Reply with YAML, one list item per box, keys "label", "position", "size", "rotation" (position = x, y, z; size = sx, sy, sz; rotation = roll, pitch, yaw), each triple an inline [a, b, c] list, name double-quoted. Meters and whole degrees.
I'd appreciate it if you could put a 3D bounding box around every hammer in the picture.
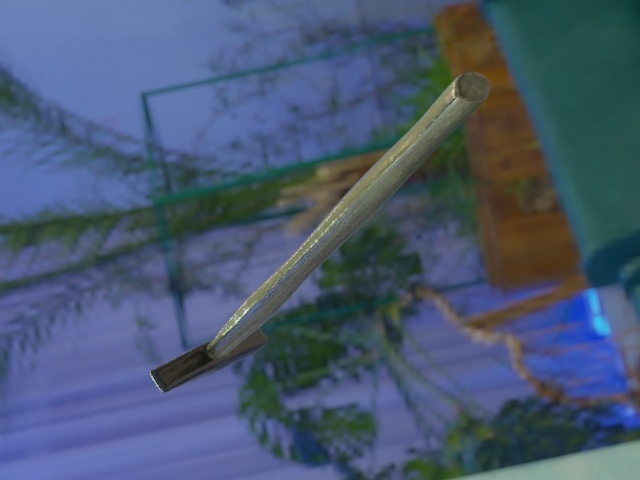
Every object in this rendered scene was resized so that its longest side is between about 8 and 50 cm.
- label: "hammer"
  position: [0.000, 0.000, 0.694]
  size: [0.013, 0.062, 0.199]
  rotation: [54, 133, 12]
